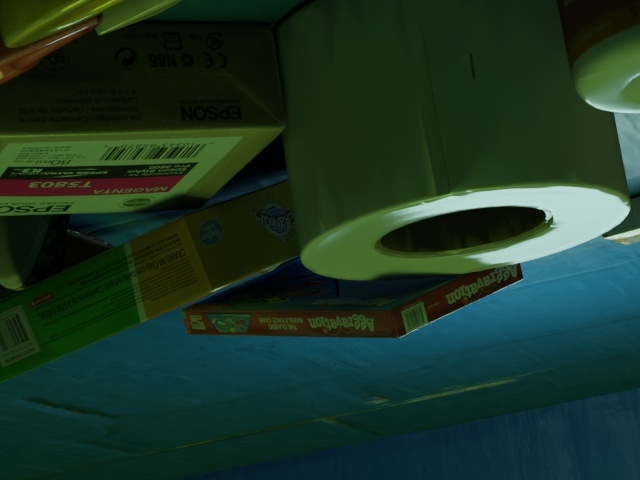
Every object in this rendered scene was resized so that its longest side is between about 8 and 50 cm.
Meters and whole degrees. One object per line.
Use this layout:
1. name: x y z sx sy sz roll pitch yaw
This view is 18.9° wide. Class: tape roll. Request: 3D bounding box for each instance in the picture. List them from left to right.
1. tape roll: 0.093 -0.082 1.411 0.246 0.169 0.246 -8 165 -2

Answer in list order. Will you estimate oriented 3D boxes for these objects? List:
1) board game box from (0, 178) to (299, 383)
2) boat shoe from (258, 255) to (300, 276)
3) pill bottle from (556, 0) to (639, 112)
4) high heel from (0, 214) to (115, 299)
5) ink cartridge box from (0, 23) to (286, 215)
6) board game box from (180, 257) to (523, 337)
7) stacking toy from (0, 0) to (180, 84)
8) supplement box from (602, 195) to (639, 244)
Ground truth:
1. board game box: -0.111 0.019 1.657 0.242 0.064 0.316 -23 180 32
2. boat shoe: -0.002 0.000 1.913 0.153 0.048 0.056 -17 164 29
3. pill bottle: 0.169 -0.183 0.969 0.121 0.216 0.121 -8 166 -2
4. high heel: -0.226 -0.008 1.736 0.186 0.093 0.261 -18 166 -35
5. ink cartridge box: -0.169 -0.086 1.410 0.235 0.088 0.193 -3 164 -24
6. board game box: 0.021 0.046 1.610 0.145 0.027 0.281 -21 -168 -37
7. stacking toy: -0.142 -0.188 1.098 0.279 0.130 0.309 -31 -173 -42
8. supplement box: 0.353 -0.026 2.041 0.098 0.036 0.062 -17 164 29
